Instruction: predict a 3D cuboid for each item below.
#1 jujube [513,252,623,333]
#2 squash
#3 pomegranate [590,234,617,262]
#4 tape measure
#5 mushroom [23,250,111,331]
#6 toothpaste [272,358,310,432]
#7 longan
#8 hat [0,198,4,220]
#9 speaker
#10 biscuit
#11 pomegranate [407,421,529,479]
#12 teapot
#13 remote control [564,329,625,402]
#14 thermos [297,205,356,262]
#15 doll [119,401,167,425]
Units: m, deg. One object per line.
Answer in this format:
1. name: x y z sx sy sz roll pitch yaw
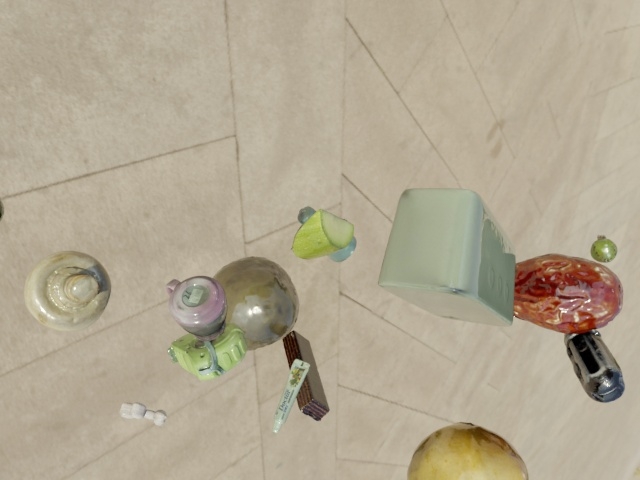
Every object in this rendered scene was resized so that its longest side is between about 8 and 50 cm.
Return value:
1. jujube: 0.566 0.128 1.267 0.197 0.290 0.197 -2 93 -54
2. squash: 0.012 0.014 1.600 0.192 0.085 0.184 22 117 -46
3. pomegranate: 0.802 0.026 1.478 0.084 0.073 0.073 -41 141 -56
4. tape measure: -0.244 0.247 1.185 0.154 0.177 0.088 -27 113 -30
5. mushroom: -0.638 0.131 1.313 0.206 0.209 0.206 -1 97 -11
6. toothpaste: -0.109 0.537 1.804 0.255 0.067 0.037 -67 149 -19
7. longan: -0.295 0.278 2.227 0.404 0.436 0.404 -6 117 -12
8. hat: -0.877 -0.183 1.117 0.285 0.285 0.400 -22 102 -38
9. speaker: 0.269 0.047 1.030 0.406 0.183 0.184 30 69 -56
10. biscuit: -0.059 0.508 1.998 0.073 0.388 0.107 -40 123 12
11. pomegranate: 0.269 0.439 0.943 0.233 0.233 0.233 -25 129 -36
12. teapot: -0.266 0.152 1.112 0.146 0.148 0.116 86 11 -53
13. remote control: 0.612 0.258 1.193 0.066 0.090 0.266 58 20 -15
14. thermos: 0.024 -0.028 2.200 0.145 0.182 0.286 -48 126 3
15. doll: -0.657 0.656 1.973 0.160 0.161 0.059 33 55 -36
